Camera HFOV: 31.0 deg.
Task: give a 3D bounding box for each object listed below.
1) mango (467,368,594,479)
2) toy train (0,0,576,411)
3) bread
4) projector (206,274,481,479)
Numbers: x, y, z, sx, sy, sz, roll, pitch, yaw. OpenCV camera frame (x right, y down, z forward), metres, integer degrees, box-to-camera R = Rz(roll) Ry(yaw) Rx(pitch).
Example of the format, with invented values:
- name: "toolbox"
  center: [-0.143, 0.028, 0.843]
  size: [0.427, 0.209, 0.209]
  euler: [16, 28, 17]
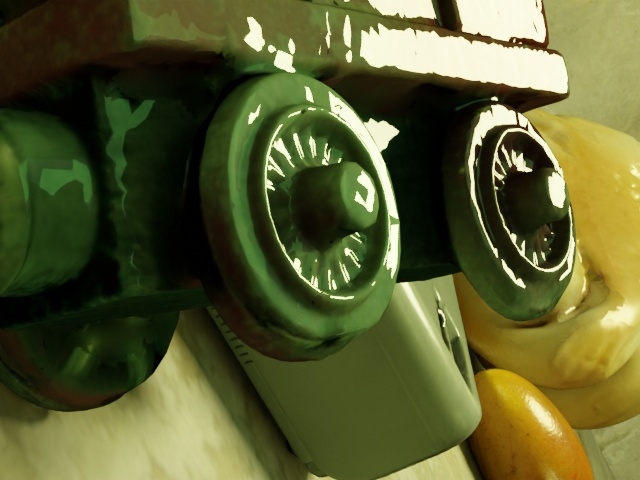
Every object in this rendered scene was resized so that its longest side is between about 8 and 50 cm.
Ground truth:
- name: "mango"
  center: [0.211, 0.214, 1.171]
  size: [0.217, 0.102, 0.141]
  euler: [62, 6, -24]
- name: "toy train"
  center: [-0.017, -0.063, 0.429]
  size: [0.304, 0.150, 0.221]
  euler: [-5, 83, -53]
- name: "bread"
  center: [0.302, 0.013, 1.431]
  size: [0.245, 0.329, 0.424]
  euler: [50, 25, -50]
- name: "projector"
  center: [0.000, 0.000, 0.693]
  size: [0.198, 0.108, 0.250]
  euler: [60, 11, -18]
